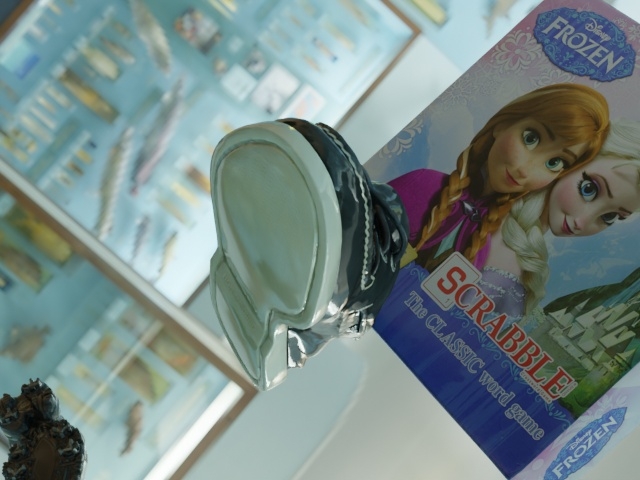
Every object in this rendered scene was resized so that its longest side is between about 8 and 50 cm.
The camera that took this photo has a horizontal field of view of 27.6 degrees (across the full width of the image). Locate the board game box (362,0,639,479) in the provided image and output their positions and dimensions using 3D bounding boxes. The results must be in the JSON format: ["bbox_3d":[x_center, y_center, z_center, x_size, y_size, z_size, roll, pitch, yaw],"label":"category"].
[{"bbox_3d":[0.177,-0.014,0.982,0.318,0.066,0.318,-43,-134,-1],"label":"board game box"}]

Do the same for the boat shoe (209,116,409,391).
[{"bbox_3d":[0.002,0.004,0.853,0.113,0.127,0.340,-25,158,-17],"label":"boat shoe"}]

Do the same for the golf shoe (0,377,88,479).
[{"bbox_3d":[-0.240,0.204,1.168,0.077,0.094,0.198,-22,-152,-8],"label":"golf shoe"}]
